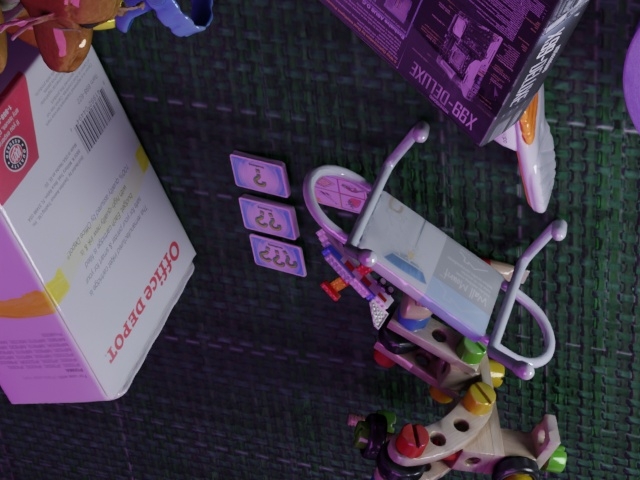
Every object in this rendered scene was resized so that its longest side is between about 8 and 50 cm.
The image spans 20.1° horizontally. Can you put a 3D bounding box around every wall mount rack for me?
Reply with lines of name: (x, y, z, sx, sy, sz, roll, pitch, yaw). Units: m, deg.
wall mount rack: (0.138, 0.026, 1.971, 0.350, 0.304, 0.130, 35, 128, -8)

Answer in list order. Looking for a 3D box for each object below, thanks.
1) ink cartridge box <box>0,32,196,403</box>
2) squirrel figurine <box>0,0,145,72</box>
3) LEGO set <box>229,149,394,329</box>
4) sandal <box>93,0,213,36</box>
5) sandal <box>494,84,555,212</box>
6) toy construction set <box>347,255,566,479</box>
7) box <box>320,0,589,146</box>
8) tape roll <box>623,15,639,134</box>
ink cartridge box: (-0.330, -0.032, 2.148, 0.160, 0.279, 0.385, -5, 127, 28)
squirrel figurine: (-0.312, -0.355, 1.787, 0.370, 0.281, 0.397, -1, 91, 57)
LEGO set: (0.000, 0.000, 2.161, 0.244, 0.060, 0.182, 15, 135, 28)
sandal: (-0.150, -0.329, 1.927, 0.138, 0.126, 0.317, 21, 142, -8)
sandal: (0.199, -0.134, 1.947, 0.076, 0.102, 0.265, 2, 132, 19)
toy construction set: (0.192, 0.172, 2.184, 0.237, 0.257, 0.309, 11, 112, -9)
box: (0.110, -0.276, 1.784, 0.307, 0.076, 0.242, 43, 145, 15)
tape roll: (0.447, -0.171, 1.812, 0.275, 0.090, 0.275, 12, 132, 14)
